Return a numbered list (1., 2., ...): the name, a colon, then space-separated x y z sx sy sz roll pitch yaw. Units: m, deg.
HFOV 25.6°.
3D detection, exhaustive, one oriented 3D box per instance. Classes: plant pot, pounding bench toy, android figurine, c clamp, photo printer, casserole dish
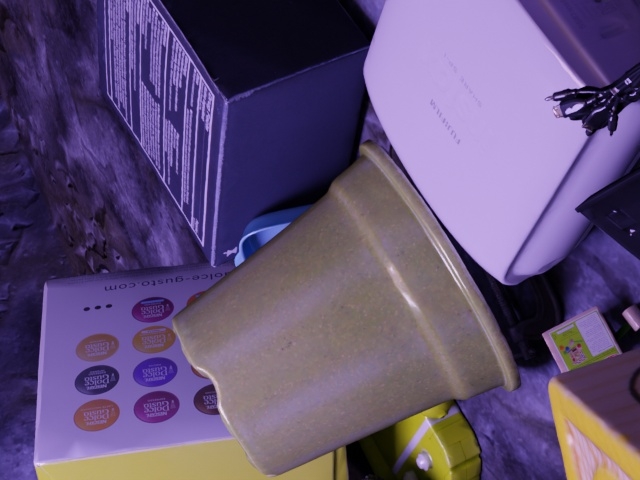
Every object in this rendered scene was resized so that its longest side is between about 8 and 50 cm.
1. plant pot: 0.010 0.087 1.337 0.276 0.254 0.276 58 178 4
2. pounding bench toy: 0.240 0.087 1.200 0.052 0.083 0.065 64 -171 15
3. android figurine: 0.097 0.202 1.614 0.273 0.056 0.248 61 157 19
4. c clamp: 0.175 0.041 1.334 0.160 0.022 0.137 68 158 -1
5. photo printer: 0.146 -0.122 1.136 0.256 0.107 0.307 58 156 20
6. casserole dish: 0.000 0.000 1.516 0.114 0.188 0.037 69 -166 -50

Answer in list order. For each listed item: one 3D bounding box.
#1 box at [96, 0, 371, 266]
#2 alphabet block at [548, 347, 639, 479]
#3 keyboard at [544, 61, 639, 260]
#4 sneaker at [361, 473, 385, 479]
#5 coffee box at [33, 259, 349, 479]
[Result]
1. box: -0.103 -0.185 1.533 0.294 0.183 0.296 57 157 26
2. alphabet block: 0.289 0.174 0.929 0.192 0.197 0.193 -136 30 -71
3. keyboard: 0.268 -0.065 0.885 0.201 0.033 0.317 37 150 -11
4. sneaker: 0.091 0.359 1.605 0.100 0.108 0.271 37 164 37
5. coffee box: -0.143 0.256 1.704 0.334 0.338 0.338 -102 5 -55
